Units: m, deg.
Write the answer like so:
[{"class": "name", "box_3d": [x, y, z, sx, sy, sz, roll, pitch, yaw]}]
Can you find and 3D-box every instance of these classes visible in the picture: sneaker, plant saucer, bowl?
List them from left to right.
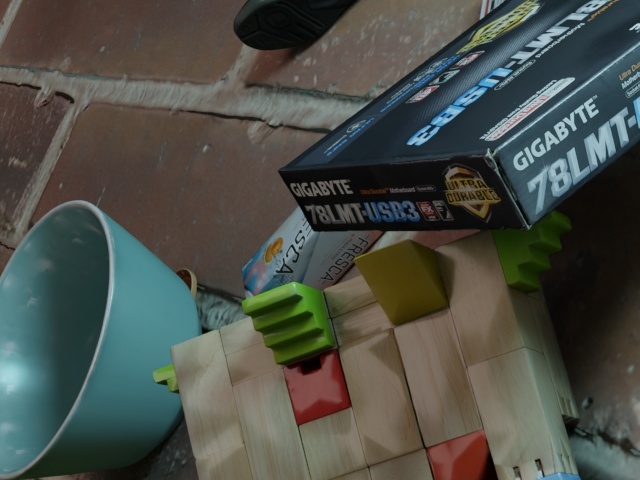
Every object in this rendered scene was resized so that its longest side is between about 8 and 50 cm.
[{"class": "bowl", "box_3d": [-0.244, 0.128, 1.862, 0.311, 0.163, 0.311, -32, 48, 43]}, {"class": "plant saucer", "box_3d": [-0.166, 0.073, 1.952, 0.083, 0.013, 0.083, -39, 36, 36]}, {"class": "sneaker", "box_3d": [-0.008, -0.312, 1.940, 0.227, 0.087, 0.130, -39, 35, 32]}]

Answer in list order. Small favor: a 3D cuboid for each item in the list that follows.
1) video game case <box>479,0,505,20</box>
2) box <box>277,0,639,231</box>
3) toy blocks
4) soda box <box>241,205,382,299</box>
[{"class": "video game case", "box_3d": [0.237, -0.205, 1.509, 0.285, 0.025, 0.204, -24, 47, 50]}, {"class": "box", "box_3d": [0.156, -0.110, 1.316, 0.295, 0.073, 0.293, -37, 17, -24]}, {"class": "toy blocks", "box_3d": [0.053, 0.166, 1.324, 0.381, 0.191, 0.261, -21, 72, 21]}, {"class": "soda box", "box_3d": [0.000, 0.000, 1.688, 0.183, 0.063, 0.058, -48, 32, 26]}]
